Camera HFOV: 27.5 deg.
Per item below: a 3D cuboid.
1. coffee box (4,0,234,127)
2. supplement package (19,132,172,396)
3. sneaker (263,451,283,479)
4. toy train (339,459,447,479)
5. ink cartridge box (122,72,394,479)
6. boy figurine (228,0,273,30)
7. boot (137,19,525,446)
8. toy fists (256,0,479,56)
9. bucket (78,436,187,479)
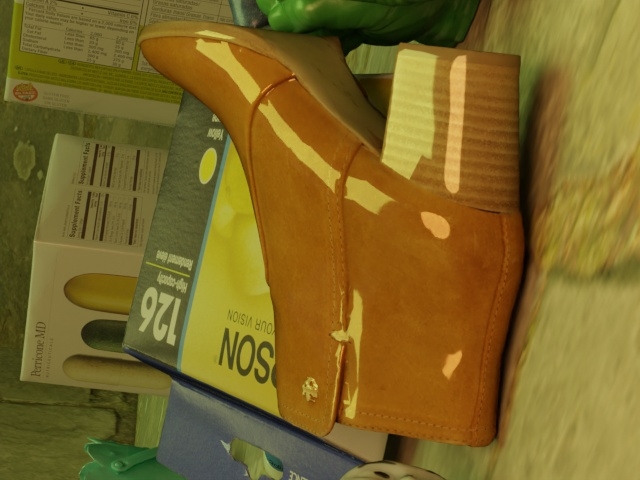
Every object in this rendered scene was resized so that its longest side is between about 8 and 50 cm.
[{"bbox_3d":[-0.195,-0.376,1.646,0.334,0.338,0.337,109,165,-45],"label":"coffee box"},{"bbox_3d":[-0.176,0.034,1.426,0.198,0.263,0.199,-94,15,-52],"label":"supplement package"},{"bbox_3d":[-0.031,0.121,1.120,0.084,0.058,0.152,101,167,-48],"label":"sneaker"},{"bbox_3d":[0.006,0.268,0.609,0.190,0.142,0.333,-82,3,-76],"label":"toy train"},{"bbox_3d":[-0.043,0.038,0.909,0.304,0.072,0.307,11,86,58],"label":"ink cartridge box"},{"bbox_3d":[-0.050,-0.312,1.297,0.092,0.177,0.285,-18,73,43],"label":"boy figurine"},{"bbox_3d":[-0.014,-0.009,0.722,0.295,0.104,0.211,16,102,46],"label":"boot"},{"bbox_3d":[0.036,-0.169,0.747,0.279,0.142,0.096,147,130,-78],"label":"toy fists"},{"bbox_3d":[-0.204,0.372,1.547,0.281,0.183,0.281,-171,90,-80],"label":"bucket"}]
